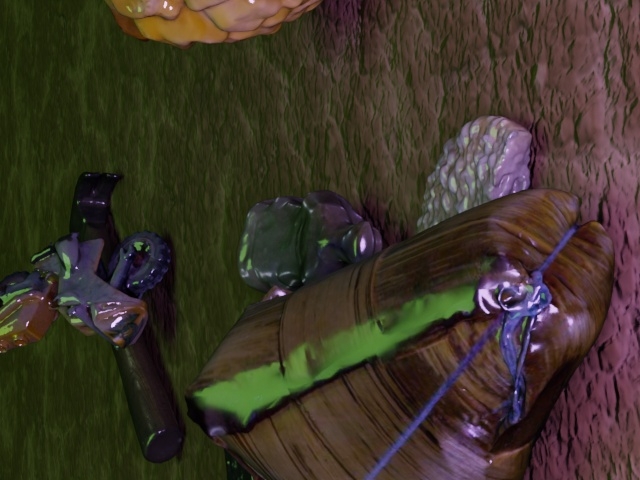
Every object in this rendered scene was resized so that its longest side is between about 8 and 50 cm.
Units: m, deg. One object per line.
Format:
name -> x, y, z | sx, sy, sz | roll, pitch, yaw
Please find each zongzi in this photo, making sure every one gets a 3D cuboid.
zongzi -> 0.103, 0.137, 1.184 | 0.286, 0.138, 0.300 | -25, 103, 40

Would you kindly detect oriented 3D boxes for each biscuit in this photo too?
biscuit -> 0.089, 0.021, 1.299 | 0.133, 0.032, 0.250 | -124, 39, -59

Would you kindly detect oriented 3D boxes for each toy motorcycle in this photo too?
toy motorcycle -> -0.260, 0.067, 2.025 | 0.229, 0.094, 0.130 | -17, 54, 24

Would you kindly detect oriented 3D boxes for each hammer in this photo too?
hammer -> -0.218, 0.085, 2.121 | 0.440, 0.044, 0.168 | -115, 31, -49

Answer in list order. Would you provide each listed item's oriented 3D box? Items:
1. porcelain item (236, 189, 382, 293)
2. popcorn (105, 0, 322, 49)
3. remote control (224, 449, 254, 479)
porcelain item -> 0.000, 0.000, 1.487 | 0.215, 0.069, 0.081 | 171, 112, -71
popcorn -> -0.067, -0.305, 1.501 | 0.332, 0.225, 0.265 | -53, 47, 24
remote control -> -0.058, 0.256, 1.700 | 0.063, 0.025, 0.245 | 129, 138, -58
